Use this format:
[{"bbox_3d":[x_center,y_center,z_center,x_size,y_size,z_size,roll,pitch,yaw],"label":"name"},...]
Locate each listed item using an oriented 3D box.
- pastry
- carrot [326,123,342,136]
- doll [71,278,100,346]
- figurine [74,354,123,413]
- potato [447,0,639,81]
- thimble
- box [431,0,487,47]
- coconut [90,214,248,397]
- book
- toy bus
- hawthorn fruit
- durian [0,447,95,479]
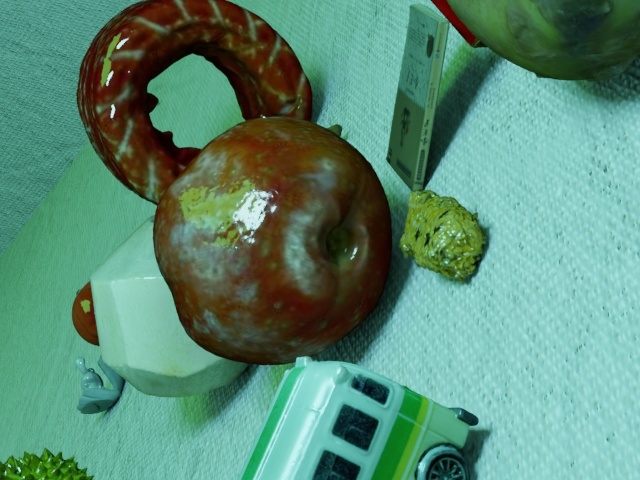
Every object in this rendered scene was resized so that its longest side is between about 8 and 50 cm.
[{"bbox_3d":[0.121,-0.008,1.236,0.080,0.056,0.140,-70,22,2],"label":"pastry"},{"bbox_3d":[-0.053,-0.058,1.694,0.263,0.102,0.102,-52,20,0],"label":"carrot"},{"bbox_3d":[-0.346,0.108,2.055,0.161,0.130,0.290,-34,4,-3],"label":"doll"},{"bbox_3d":[-0.368,0.237,2.011,0.082,0.094,0.086,-20,58,-1],"label":"figurine"},{"bbox_3d":[0.226,-0.251,1.096,0.301,0.289,0.237,-12,59,16],"label":"potato"},{"bbox_3d":[-0.201,-0.208,1.876,0.350,0.350,0.230,-61,20,-6],"label":"thimble"},{"bbox_3d":[0.223,-0.392,1.336,0.313,0.197,0.089,-47,-17,31],"label":"box"},{"bbox_3d":[-0.180,0.074,1.562,0.241,0.241,0.241,-48,23,27],"label":"coconut"},{"bbox_3d":[0.112,-0.170,1.421,0.138,0.016,0.198,-117,34,-68],"label":"book"},{"bbox_3d":[0.001,0.241,1.002,0.133,0.165,0.276,-17,44,63],"label":"toy bus"},{"bbox_3d":[-0.048,0.002,1.345,0.284,0.284,0.284,-48,23,27],"label":"hawthorn fruit"},{"bbox_3d":[-0.394,0.405,1.609,0.291,0.225,0.291,-41,27,26],"label":"durian"}]
